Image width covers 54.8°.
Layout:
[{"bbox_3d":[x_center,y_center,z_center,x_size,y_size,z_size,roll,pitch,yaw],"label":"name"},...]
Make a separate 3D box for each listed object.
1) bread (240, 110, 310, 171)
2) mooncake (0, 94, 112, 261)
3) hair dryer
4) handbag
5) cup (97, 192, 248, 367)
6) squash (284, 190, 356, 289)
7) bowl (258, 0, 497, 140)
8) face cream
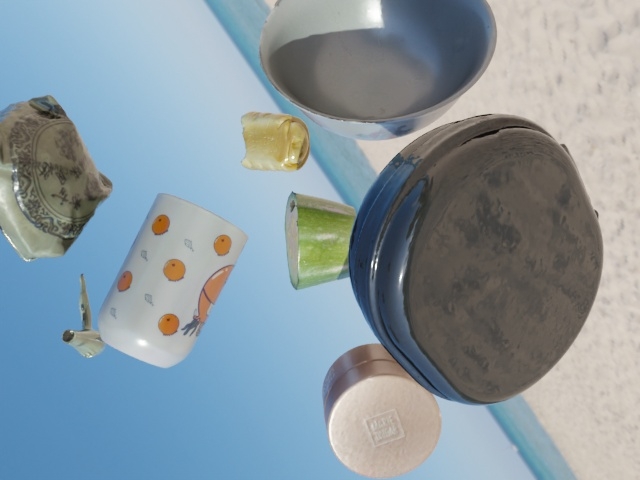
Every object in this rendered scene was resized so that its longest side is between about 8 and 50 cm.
[{"bbox_3d":[-0.094,-0.196,1.243,0.177,0.119,0.084,13,-170,36],"label":"bread"},{"bbox_3d":[-0.510,-0.121,1.127,0.254,0.136,0.250,-76,-28,-48],"label":"mooncake"},{"bbox_3d":[-0.548,0.171,1.408,0.167,0.067,0.199,118,140,-86],"label":"hair dryer"},{"bbox_3d":[0.157,0.022,0.591,0.308,0.254,0.093,49,171,-36],"label":"handbag"},{"bbox_3d":[-0.314,0.088,1.282,0.212,0.317,0.212,25,170,5],"label":"cup"},{"bbox_3d":[0.000,0.000,1.051,0.170,0.122,0.170,178,90,-87],"label":"squash"},{"bbox_3d":[0.088,-0.263,0.952,0.345,0.345,0.157,57,171,30],"label":"bowl"},{"bbox_3d":[0.078,0.225,0.830,0.149,0.149,0.104,54,-175,-13],"label":"face cream"}]
